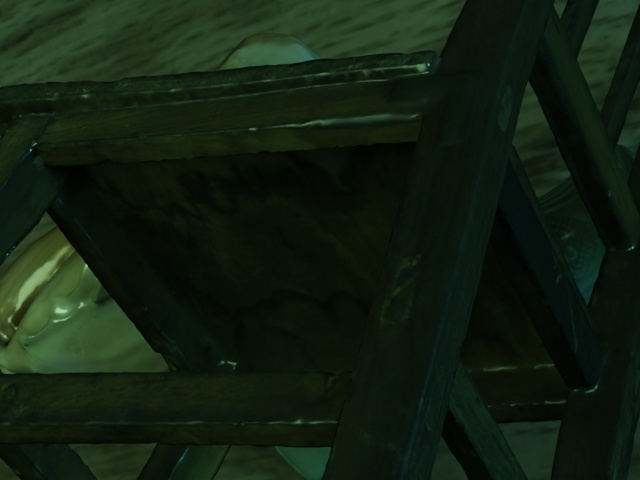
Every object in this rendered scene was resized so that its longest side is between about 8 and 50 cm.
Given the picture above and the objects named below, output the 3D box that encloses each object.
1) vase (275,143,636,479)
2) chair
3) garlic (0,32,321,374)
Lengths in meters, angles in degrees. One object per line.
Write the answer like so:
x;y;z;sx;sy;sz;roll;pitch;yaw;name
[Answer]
0.073;0.034;0.777;0.219;0.096;0.096;-30;69;20;vase
0.000;0.000;0.625;0.241;0.203;0.416;-5;47;30;chair
-0.076;0.011;0.797;0.228;0.217;0.110;-40;90;-5;garlic
